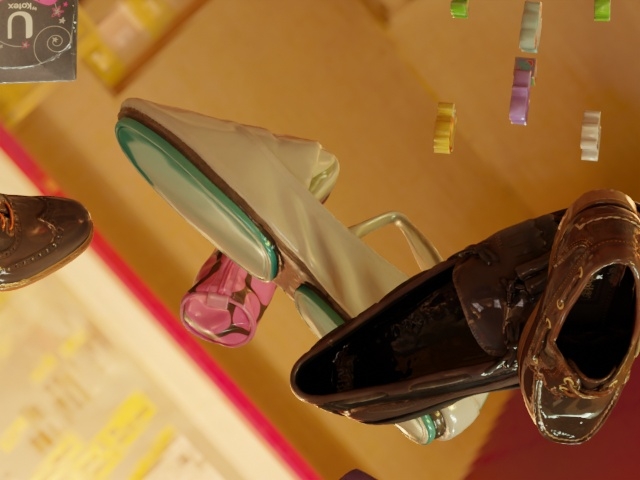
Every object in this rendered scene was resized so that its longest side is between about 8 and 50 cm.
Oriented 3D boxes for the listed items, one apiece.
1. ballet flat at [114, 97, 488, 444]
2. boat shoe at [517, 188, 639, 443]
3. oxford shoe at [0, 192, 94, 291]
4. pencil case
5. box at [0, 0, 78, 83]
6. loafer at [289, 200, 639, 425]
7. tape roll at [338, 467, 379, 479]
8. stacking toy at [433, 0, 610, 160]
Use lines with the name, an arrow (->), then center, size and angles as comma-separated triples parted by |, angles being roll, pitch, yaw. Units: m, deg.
ballet flat -> 0.000, 0.000, 1.625 | 0.139, 0.400, 0.139 | -44, 170, -10
boat shoe -> 0.173, 0.066, 1.259 | 0.073, 0.207, 0.073 | -2, -139, -4
oxford shoe -> -0.336, -0.007, 1.901 | 0.271, 0.097, 0.098 | -12, 158, -36
pencil case -> -0.066, 0.003, 1.931 | 0.209, 0.095, 0.098 | -65, -178, -29
box -> -0.429, -0.292, 2.369 | 0.247, 0.163, 0.142 | -4, -146, -15
loafer -> 0.107, 0.060, 1.368 | 0.302, 0.109, 0.095 | -30, 160, 34
tape roll -> 0.013, 0.265, 1.384 | 0.189, 0.080, 0.189 | -55, 166, -21
stacking toy -> 0.210, -0.186, 1.964 | 0.052, 0.167, 0.221 | 68, 28, -67
